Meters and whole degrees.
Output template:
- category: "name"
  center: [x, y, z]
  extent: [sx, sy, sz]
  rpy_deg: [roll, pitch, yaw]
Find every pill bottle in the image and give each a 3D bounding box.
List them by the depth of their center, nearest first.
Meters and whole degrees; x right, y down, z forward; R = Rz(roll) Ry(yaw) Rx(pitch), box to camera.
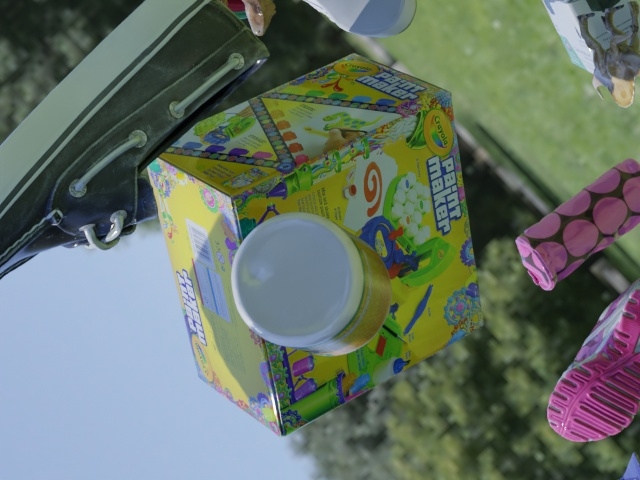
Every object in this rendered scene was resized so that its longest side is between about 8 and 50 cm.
- category: "pill bottle"
  center: [0.000, 0.044, 1.586]
  extent: [0.117, 0.117, 0.208]
  rpy_deg: [47, -175, 13]

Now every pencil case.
- category: "pencil case"
  center: [0.356, -0.017, 2.336]
  extent: [0.095, 0.209, 0.098]
  rpy_deg: [53, 164, 18]

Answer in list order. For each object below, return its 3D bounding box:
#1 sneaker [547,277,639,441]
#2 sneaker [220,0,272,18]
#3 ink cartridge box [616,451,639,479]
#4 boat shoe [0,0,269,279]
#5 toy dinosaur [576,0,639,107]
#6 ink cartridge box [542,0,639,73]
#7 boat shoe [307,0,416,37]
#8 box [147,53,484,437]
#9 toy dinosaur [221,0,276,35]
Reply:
- category: "sneaker"
  center: [0.378, 0.144, 2.192]
  extent: [0.103, 0.252, 0.111]
  rpy_deg: [37, -161, 1]
- category: "sneaker"
  center: [-0.112, -0.299, 1.781]
  extent: [0.178, 0.124, 0.295]
  rpy_deg: [48, 177, 5]
- category: "ink cartridge box"
  center: [0.341, 0.419, 1.848]
  extent: [0.307, 0.072, 0.303]
  rpy_deg: [80, 173, -61]
- category: "boat shoe"
  center: [-0.153, -0.041, 1.154]
  extent: [0.102, 0.301, 0.108]
  rpy_deg: [42, 164, -3]
- category: "toy dinosaur"
  center: [0.266, -0.166, 1.608]
  extent: [0.183, 0.053, 0.092]
  rpy_deg: [-179, 74, -76]
- category: "ink cartridge box"
  center: [0.337, -0.326, 2.263]
  extent: [0.208, 0.087, 0.153]
  rpy_deg: [61, 180, -17]
- category: "boat shoe"
  center: [0.036, -0.282, 1.942]
  extent: [0.084, 0.095, 0.258]
  rpy_deg: [16, -165, -40]
- category: "box"
  center: [0.000, 0.000, 1.854]
  extent: [0.177, 0.279, 0.290]
  rpy_deg: [29, 137, 49]
- category: "toy dinosaur"
  center: [-0.125, -0.256, 1.532]
  extent: [0.211, 0.064, 0.112]
  rpy_deg: [38, 143, -7]
